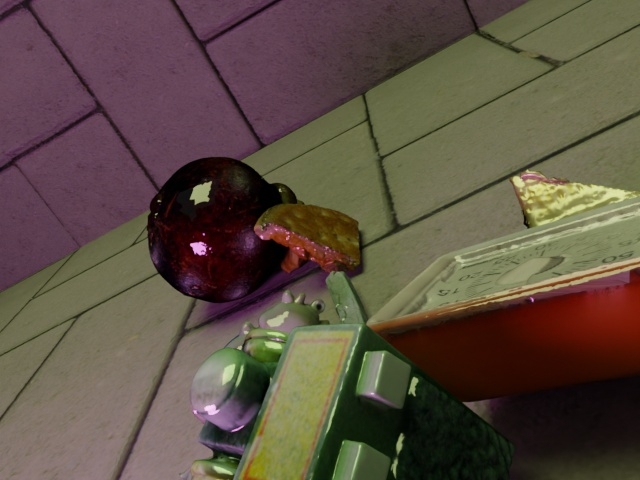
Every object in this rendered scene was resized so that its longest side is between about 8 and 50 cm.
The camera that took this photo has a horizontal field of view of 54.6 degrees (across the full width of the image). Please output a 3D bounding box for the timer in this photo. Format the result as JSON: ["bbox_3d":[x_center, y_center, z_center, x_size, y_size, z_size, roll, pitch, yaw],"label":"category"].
[{"bbox_3d":[0.199,0.056,0.551,0.258,0.161,0.250,-19,-11,30],"label":"timer"}]

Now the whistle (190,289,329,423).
[{"bbox_3d":[-0.086,0.170,0.903,0.244,0.110,0.092,-43,11,-6],"label":"whistle"}]

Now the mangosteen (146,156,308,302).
[{"bbox_3d":[-0.196,-0.018,1.270,0.330,0.330,0.330,-27,20,11],"label":"mangosteen"}]

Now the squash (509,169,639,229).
[{"bbox_3d":[0.377,-0.042,0.738,0.252,0.093,0.169,-23,66,25],"label":"squash"}]

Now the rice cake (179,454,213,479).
[{"bbox_3d":[-0.107,0.308,0.692,0.127,0.043,0.237,-29,20,1],"label":"rice cake"}]

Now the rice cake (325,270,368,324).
[{"bbox_3d":[0.045,0.108,0.948,0.042,0.045,0.245,-33,20,4],"label":"rice cake"}]

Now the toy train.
[{"bbox_3d":[0.025,0.172,0.496,0.188,0.272,0.159,-10,49,45],"label":"toy train"}]

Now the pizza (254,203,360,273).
[{"bbox_3d":[0.000,0.000,1.149,0.292,0.197,0.058,-6,-48,-54],"label":"pizza"}]
